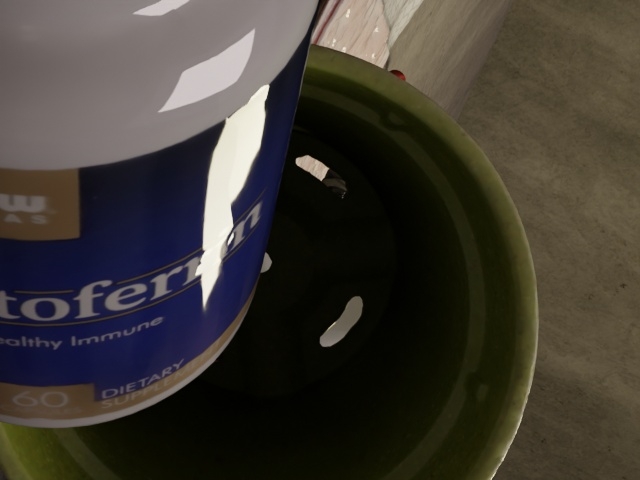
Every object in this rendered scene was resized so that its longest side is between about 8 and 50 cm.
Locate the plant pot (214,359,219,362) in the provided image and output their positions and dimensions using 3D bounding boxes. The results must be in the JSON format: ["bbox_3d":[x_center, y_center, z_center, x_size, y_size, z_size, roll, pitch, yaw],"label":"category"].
[{"bbox_3d":[-0.056,0.187,1.003,0.191,0.174,0.191,-23,119,-49],"label":"plant pot"}]

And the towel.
[{"bbox_3d":[0.011,-0.148,1.159,0.317,0.053,0.332,-61,172,-4],"label":"towel"}]

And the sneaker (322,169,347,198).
[{"bbox_3d":[0.000,0.000,1.471,0.286,0.109,0.130,-61,-175,38],"label":"sneaker"}]

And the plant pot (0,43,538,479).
[{"bbox_3d":[-0.035,0.028,0.785,0.276,0.276,0.254,-62,-176,5],"label":"plant pot"}]

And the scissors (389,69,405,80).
[{"bbox_3d":[0.042,-0.147,1.525,0.109,0.021,0.297,-54,172,9],"label":"scissors"}]

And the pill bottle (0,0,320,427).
[{"bbox_3d":[-0.080,-0.060,0.412,0.153,0.153,0.265,-58,171,-29],"label":"pill bottle"}]

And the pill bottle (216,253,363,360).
[{"bbox_3d":[-0.047,0.066,1.135,0.130,0.130,0.245,-57,-172,-33],"label":"pill bottle"}]
